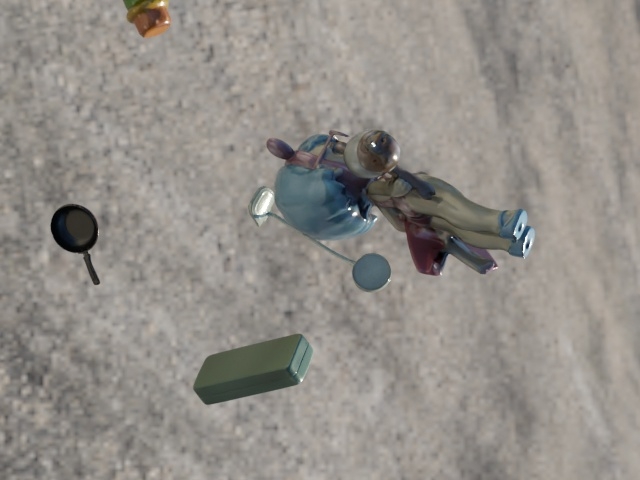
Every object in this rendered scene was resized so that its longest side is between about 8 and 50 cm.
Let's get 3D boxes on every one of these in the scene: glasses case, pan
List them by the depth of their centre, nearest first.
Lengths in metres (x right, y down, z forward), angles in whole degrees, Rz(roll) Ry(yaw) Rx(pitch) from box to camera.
[{"bbox_3d":[-0.315,0.004,1.807,0.023,0.068,0.115,-47,118,-70],"label":"pan"},{"bbox_3d":[-0.101,0.193,2.032,0.039,0.184,0.078,56,35,-28],"label":"glasses case"}]

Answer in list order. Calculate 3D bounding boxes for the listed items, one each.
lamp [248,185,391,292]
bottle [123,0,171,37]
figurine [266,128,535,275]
[{"bbox_3d":[0.000,0.000,1.700,0.050,0.198,0.056,-57,166,-16],"label":"lamp"},{"bbox_3d":[-0.199,-0.291,1.347,0.187,0.069,0.069,64,22,5],"label":"bottle"},{"bbox_3d":[0.062,-0.034,1.235,0.205,0.260,0.103,26,83,-62],"label":"figurine"}]
